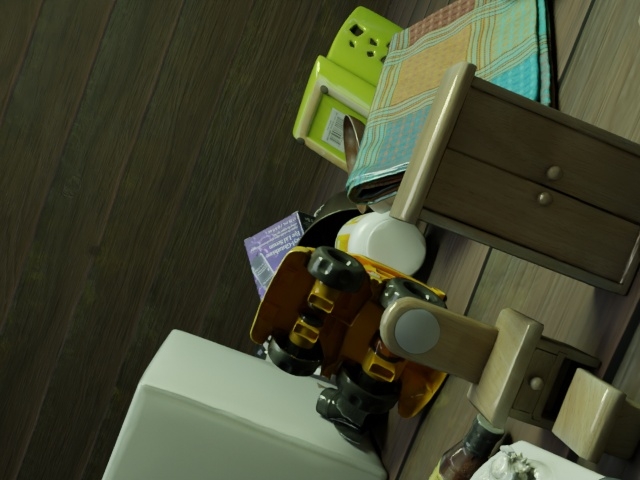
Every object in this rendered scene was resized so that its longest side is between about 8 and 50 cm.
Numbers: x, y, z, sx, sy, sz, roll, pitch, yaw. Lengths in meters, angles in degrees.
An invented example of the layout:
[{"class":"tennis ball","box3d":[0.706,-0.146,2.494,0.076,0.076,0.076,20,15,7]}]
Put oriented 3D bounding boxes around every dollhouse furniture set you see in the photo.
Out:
[{"class":"dollhouse furniture set","box3d":[0.159,-0.009,0.301,0.355,0.174,0.303,-130,60,-82]}]

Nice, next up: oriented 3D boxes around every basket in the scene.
[{"class":"basket","box3d":[0.051,-0.010,1.245,0.204,0.154,0.227,-35,11,15]}]

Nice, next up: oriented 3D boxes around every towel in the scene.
[{"class":"towel","box3d":[0.172,-0.220,0.837,0.271,0.040,0.370,-19,40,36]}]

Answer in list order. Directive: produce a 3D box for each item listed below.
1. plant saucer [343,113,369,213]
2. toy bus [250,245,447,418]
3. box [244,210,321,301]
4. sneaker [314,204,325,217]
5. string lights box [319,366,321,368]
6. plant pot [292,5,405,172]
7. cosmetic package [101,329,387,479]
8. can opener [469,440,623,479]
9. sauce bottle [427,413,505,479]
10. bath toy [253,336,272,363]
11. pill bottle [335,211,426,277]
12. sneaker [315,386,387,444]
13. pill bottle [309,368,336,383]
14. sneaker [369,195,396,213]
[{"class":"plant saucer","box3d":[0.068,-0.130,1.063,0.168,0.029,0.168,171,90,-85]},{"class":"toy bus","box3d":[0.047,0.080,0.781,0.211,0.220,0.149,-70,6,-71]},{"class":"box","box3d":[-0.052,0.067,1.344,0.153,0.108,0.207,-29,67,23]},{"class":"sneaker","box3d":[0.000,0.000,1.498,0.279,0.107,0.118,-39,-7,-4]},{"class":"string lights box","box3d":[0.039,0.136,0.979,0.259,0.133,0.076,-118,50,-82]},{"class":"plant pot","box3d":[0.084,-0.257,1.189,0.207,0.227,0.228,-53,-7,-37]},{"class":"cosmetic package","box3d":[-0.148,0.390,0.904,0.329,0.327,0.393,-149,80,-83]},{"class":"can opener","box3d":[0.153,0.162,0.304,0.074,0.093,0.280,-41,4,-14]},{"class":"sauce bottle","box3d":[0.119,0.206,0.546,0.042,0.042,0.128,-87,21,-69]},{"class":"bath toy","box3d":[-0.066,0.248,1.489,0.348,0.151,0.129,-58,-6,24]},{"class":"pill bottle","box3d":[0.094,0.013,0.985,0.208,0.118,0.117,171,119,-82]},{"class":"sneaker","box3d":[0.057,0.231,0.876,0.170,0.089,0.051,1,-79,-59]},{"class":"pill bottle","box3d":[0.020,0.187,1.185,0.086,0.086,0.152,127,161,-67]},{"class":"sneaker","box3d":[0.173,-0.140,0.965,0.169,0.108,0.292,-34,5,28]}]
